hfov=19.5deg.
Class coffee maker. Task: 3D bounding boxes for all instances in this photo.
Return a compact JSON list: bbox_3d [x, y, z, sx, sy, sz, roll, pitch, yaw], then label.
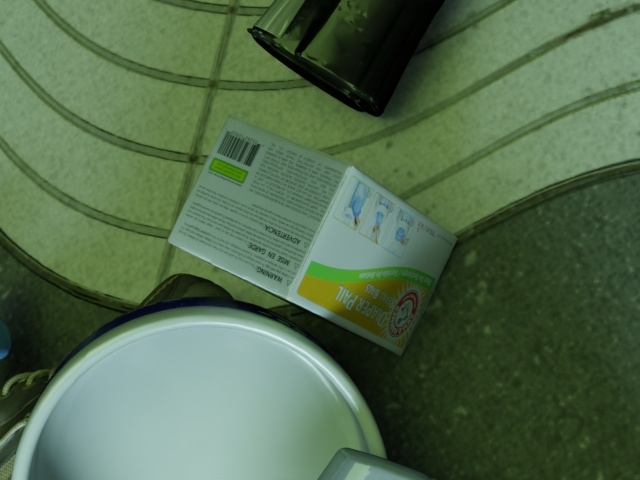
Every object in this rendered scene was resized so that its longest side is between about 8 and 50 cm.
[{"bbox_3d":[0.057,-0.190,1.442,0.171,0.120,0.178,30,90,30],"label":"coffee maker"}]

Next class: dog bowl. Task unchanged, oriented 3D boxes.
[{"bbox_3d":[-0.085,0.174,1.332,0.265,0.104,0.265,-1,96,-5],"label":"dog bowl"}]

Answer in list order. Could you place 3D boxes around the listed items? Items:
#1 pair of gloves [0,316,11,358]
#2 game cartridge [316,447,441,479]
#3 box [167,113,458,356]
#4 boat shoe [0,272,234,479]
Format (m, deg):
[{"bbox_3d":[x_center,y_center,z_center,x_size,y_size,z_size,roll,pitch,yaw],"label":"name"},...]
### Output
[{"bbox_3d":[-0.312,0.110,1.539,0.198,0.023,0.159,-34,39,36],"label":"pair of gloves"},{"bbox_3d":[0.091,0.281,1.249,0.294,0.060,0.196,35,89,5],"label":"game cartridge"},{"bbox_3d":[0.000,0.000,1.363,0.114,0.203,0.103,24,87,29],"label":"box"},{"bbox_3d":[-0.209,0.157,1.463,0.130,0.132,0.355,41,94,30],"label":"boat shoe"}]
